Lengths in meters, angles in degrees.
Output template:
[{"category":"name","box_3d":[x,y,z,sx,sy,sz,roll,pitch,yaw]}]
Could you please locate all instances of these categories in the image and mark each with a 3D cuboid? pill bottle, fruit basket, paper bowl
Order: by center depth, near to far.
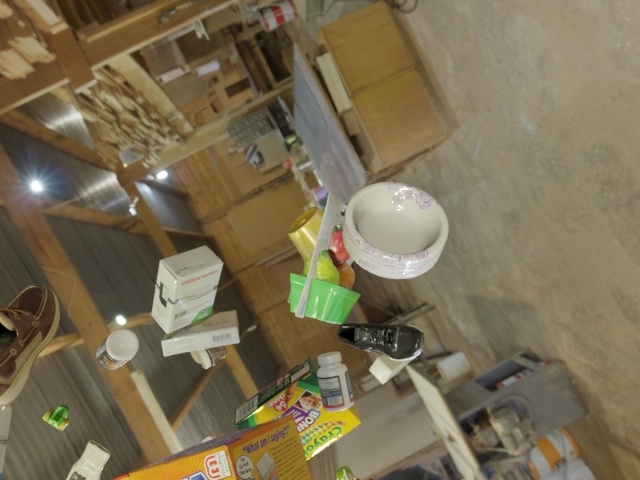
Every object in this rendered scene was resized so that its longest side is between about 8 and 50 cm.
[{"category":"paper bowl","box_3d":[0.202,-0.017,1.424,0.148,0.284,0.284,95,152,-52]},{"category":"fruit basket","box_3d":[0.025,0.065,1.518,0.327,0.165,0.354,29,-111,-66]},{"category":"pill bottle","box_3d":[0.045,0.475,1.729,0.108,0.107,0.180,124,136,-87]},{"category":"pill bottle","box_3d":[-0.840,0.453,2.087,0.245,0.130,0.131,-35,79,49]}]

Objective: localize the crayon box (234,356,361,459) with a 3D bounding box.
[{"category":"crayon box","box_3d":[-0.085,0.664,1.924,0.313,0.362,0.106,51,-172,-19]}]

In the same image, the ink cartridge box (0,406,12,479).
[{"category":"ink cartridge box","box_3d":[-1.051,0.607,1.453,0.197,0.198,0.270,52,-167,-47]}]

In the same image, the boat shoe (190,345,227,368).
[{"category":"boat shoe","box_3d":[-0.461,0.421,2.025,0.324,0.096,0.117,1,113,63]}]

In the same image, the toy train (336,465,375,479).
[{"category":"toy train","box_3d":[0.088,0.672,1.406,0.248,0.105,0.143,63,163,-20]}]

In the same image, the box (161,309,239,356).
[{"category":"box","box_3d":[-0.389,0.300,1.697,0.322,0.232,0.059,-176,78,-80]}]

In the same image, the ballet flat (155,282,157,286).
[{"category":"ballet flat","box_3d":[-0.559,0.171,1.778,0.041,0.041,0.115,-128,42,-74]}]

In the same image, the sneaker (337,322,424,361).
[{"category":"sneaker","box_3d":[0.165,0.291,1.490,0.283,0.124,0.107,-9,70,48]}]

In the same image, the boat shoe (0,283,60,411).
[{"category":"boat shoe","box_3d":[-0.667,0.196,1.094,0.342,0.123,0.123,-94,-2,-53]}]

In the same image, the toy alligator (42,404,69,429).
[{"category":"toy alligator","box_3d":[-0.660,0.444,1.290,0.056,0.051,0.189,36,149,-8]}]

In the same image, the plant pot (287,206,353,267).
[{"category":"plant pot","box_3d":[0.000,0.000,2.090,0.239,0.254,0.254,47,-178,-18]}]

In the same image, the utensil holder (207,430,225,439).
[{"category":"utensil holder","box_3d":[-0.461,1.049,2.125,0.327,0.385,0.328,37,165,12]}]

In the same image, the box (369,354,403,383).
[{"category":"box","box_3d":[0.358,0.546,2.377,0.094,0.275,0.113,44,131,23]}]

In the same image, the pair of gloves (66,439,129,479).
[{"category":"pair of gloves","box_3d":[-0.613,0.711,1.449,0.240,0.204,0.042,37,-165,4]}]

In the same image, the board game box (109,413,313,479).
[{"category":"board game box","box_3d":[-0.238,0.688,1.270,0.356,0.356,0.357,18,-129,-67]}]

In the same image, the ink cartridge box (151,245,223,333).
[{"category":"ink cartridge box","box_3d":[-0.363,0.131,1.388,0.087,0.153,0.209,41,128,26]}]

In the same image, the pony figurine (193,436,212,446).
[{"category":"pony figurine","box_3d":[-0.373,0.879,1.642,0.302,0.364,0.351,31,-146,9]}]
